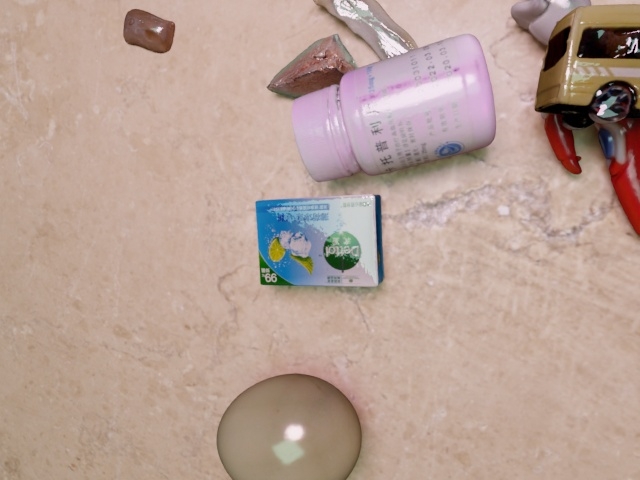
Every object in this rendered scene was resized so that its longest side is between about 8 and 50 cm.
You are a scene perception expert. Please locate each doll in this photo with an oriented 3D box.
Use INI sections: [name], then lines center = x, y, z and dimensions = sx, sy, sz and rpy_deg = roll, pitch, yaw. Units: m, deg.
[doll]
center = 0.376, -0.187, 0.535
dimensions = 0.188, 0.099, 0.384
rpy_deg = -34, 92, 16

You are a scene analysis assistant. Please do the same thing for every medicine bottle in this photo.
[medicine bottle]
center = 0.099, -0.172, 0.585
dimensions = 0.254, 0.152, 0.152
rpy_deg = -13, 92, 17

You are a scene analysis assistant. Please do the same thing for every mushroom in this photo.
[mushroom]
center = 0.071, -0.332, 0.634
dimensions = 0.202, 0.054, 0.059
rpy_deg = 42, 111, 3

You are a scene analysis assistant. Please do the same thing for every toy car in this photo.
[toy car]
center = 0.375, -0.178, 0.441
dimensions = 0.256, 0.101, 0.125
rpy_deg = 6, 102, 10

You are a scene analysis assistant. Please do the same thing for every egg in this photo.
[egg]
center = -0.053, 0.307, 0.661
dimensions = 0.241, 0.186, 0.186
rpy_deg = -9, 93, 27

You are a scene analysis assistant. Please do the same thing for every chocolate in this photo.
[chocolate]
center = -0.313, -0.376, 0.752
dimensions = 0.100, 0.031, 0.065
rpy_deg = 25, 107, 12

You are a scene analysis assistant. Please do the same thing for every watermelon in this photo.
[watermelon]
center = -0.010, -0.269, 0.655
dimensions = 0.155, 0.080, 0.101
rpy_deg = -13, 82, 33

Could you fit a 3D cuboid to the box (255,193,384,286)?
[box]
center = 0.000, 0.000, 0.672
dimensions = 0.194, 0.073, 0.140
rpy_deg = -2, 95, 17
